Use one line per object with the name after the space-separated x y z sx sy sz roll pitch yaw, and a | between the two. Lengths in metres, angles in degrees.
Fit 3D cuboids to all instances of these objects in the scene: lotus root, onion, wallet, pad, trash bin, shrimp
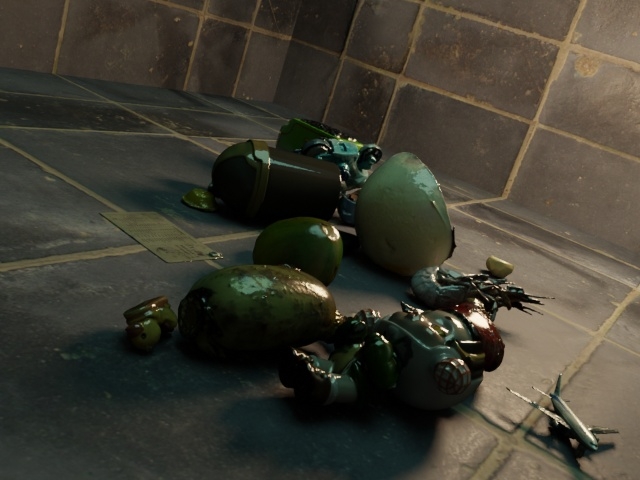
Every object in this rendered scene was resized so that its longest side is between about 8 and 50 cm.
-0.086 0.118 1.131 0.309 0.173 0.173 8 20 -38 | lotus root
0.270 0.179 1.281 0.184 0.147 0.184 17 -11 3 | onion
0.000 0.000 1.753 0.149 0.044 0.250 20 16 23 | wallet
-0.356 -0.015 1.490 0.265 0.009 0.160 30 21 34 | pad
-0.129 -0.154 1.802 0.334 0.214 0.214 11 19 -23 | trash bin
0.386 0.135 1.603 0.343 0.116 0.145 11 18 1 | shrimp

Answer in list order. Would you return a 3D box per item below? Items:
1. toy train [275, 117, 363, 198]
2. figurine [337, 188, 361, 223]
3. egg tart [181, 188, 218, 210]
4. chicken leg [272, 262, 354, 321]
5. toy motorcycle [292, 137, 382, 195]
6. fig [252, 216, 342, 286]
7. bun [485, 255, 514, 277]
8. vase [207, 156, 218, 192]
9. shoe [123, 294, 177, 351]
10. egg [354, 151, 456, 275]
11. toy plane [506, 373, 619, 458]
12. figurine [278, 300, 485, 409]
-0.025 -0.267 2.206 0.307 0.248 0.174 31 19 37 | toy train
0.143 -0.104 2.066 0.178 0.144 0.114 25 24 -18 | figurine
-0.317 -0.111 1.776 0.105 0.039 0.105 18 15 -5 | egg tart
-0.016 0.130 1.288 0.252 0.087 0.107 31 42 16 | chicken leg
0.044 -0.220 2.009 0.260 0.206 0.154 3 47 -22 | toy motorcycle
-0.040 0.027 1.418 0.181 0.191 0.181 33 37 -30 | fig
0.541 0.083 2.026 0.086 0.054 0.086 26 5 -3 | bun
-0.200 -0.154 1.937 0.238 0.115 0.115 18 17 -14 | vase
-0.261 0.127 1.046 0.072 0.069 0.109 -21 10 -2 | shoe
0.189 -0.057 1.746 0.201 0.336 0.337 -19 31 -19 | egg
0.446 0.319 1.191 0.226 0.058 0.226 21 20 -4 | toy plane
0.119 0.198 1.075 0.370 0.167 0.281 -2 15 -30 | figurine
